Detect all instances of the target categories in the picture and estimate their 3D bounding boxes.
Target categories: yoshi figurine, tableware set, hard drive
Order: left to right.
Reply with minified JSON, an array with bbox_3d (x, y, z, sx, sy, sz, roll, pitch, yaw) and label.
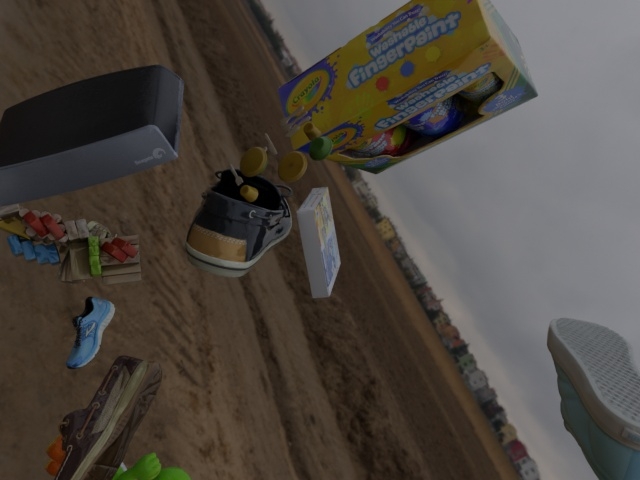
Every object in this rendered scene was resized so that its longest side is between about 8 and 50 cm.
[{"bbox_3d":[-0.306,-0.141,0.661,0.054,0.254,0.172,68,12,-52],"label":"hard drive"},{"bbox_3d":[-0.450,0.561,1.210,0.362,0.203,0.203,35,-1,6],"label":"yoshi figurine"},{"bbox_3d":[-0.057,-0.115,0.738,0.024,0.154,0.104,35,22,-56],"label":"tableware set"}]

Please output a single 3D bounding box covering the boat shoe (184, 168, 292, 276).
[{"bbox_3d":[-0.153,-0.075,1.118,0.186,0.156,0.500,17,17,1],"label":"boat shoe"}]

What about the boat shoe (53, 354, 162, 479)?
[{"bbox_3d":[-0.449,0.380,1.012,0.123,0.123,0.342,92,17,-53],"label":"boat shoe"}]

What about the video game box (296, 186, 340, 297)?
[{"bbox_3d":[0.000,0.000,1.174,0.187,0.048,0.205,-70,152,-67],"label":"video game box"}]

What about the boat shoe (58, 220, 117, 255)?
[{"bbox_3d":[-0.600,0.013,1.354,0.089,0.105,0.285,25,2,-10],"label":"boat shoe"}]

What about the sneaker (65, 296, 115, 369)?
[{"bbox_3d":[-0.504,0.193,1.087,0.073,0.063,0.162,47,43,-44],"label":"sneaker"}]

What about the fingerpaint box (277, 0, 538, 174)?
[{"bbox_3d":[0.197,-0.323,1.126,0.371,0.444,0.163,5,66,-56],"label":"fingerpaint box"}]

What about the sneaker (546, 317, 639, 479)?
[{"bbox_3d":[0.422,0.243,0.808,0.366,0.135,0.150,-42,143,-68],"label":"sneaker"}]

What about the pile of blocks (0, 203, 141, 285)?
[{"bbox_3d":[-0.559,0.008,1.103,0.362,0.149,0.112,19,-16,-17],"label":"pile of blocks"}]
